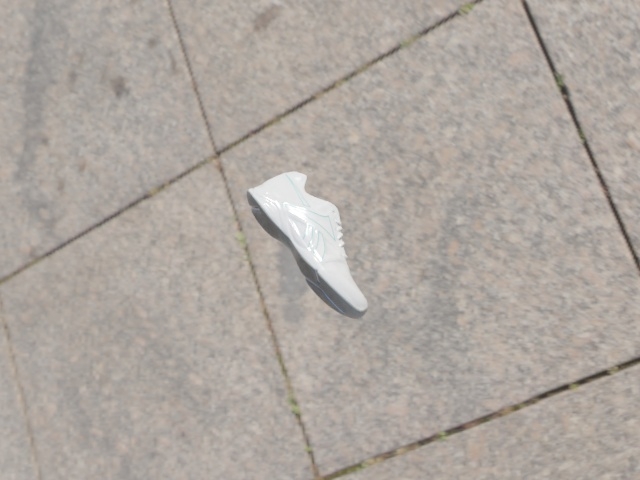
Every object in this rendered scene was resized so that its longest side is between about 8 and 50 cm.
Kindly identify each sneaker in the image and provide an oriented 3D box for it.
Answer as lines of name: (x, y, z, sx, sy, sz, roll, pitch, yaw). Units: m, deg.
sneaker: (0.000, 0.000, 0.861, 0.061, 0.054, 0.152, -33, 76, -17)
